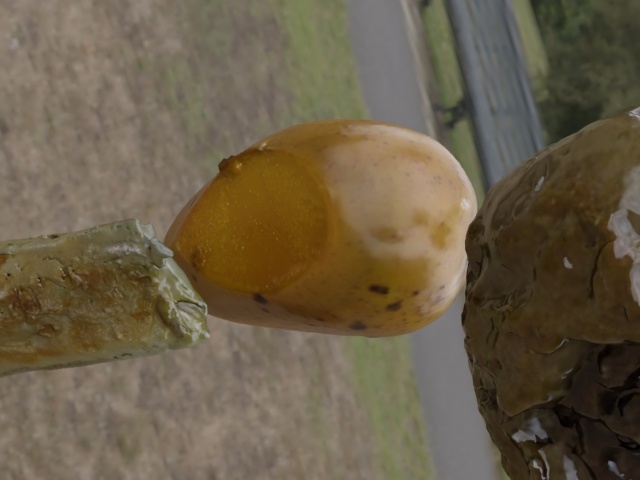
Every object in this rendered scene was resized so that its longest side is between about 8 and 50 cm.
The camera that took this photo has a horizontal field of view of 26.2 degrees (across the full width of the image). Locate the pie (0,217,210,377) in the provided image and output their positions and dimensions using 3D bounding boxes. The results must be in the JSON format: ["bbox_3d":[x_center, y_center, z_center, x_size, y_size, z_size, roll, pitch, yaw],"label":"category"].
[{"bbox_3d":[-0.206,0.046,1.009,0.128,0.282,0.068,59,37,-31],"label":"pie"}]

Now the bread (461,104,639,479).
[{"bbox_3d":[0.163,0.053,0.578,0.230,0.230,0.123,64,36,-35],"label":"bread"}]

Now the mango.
[{"bbox_3d":[0.000,0.000,1.057,0.191,0.290,0.160,6,77,-47],"label":"mango"}]
